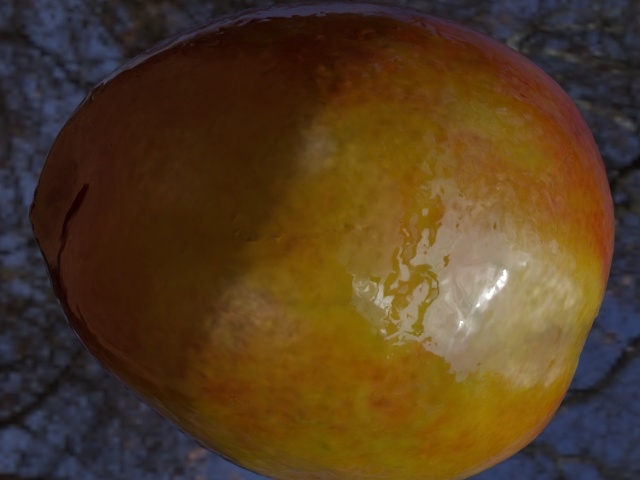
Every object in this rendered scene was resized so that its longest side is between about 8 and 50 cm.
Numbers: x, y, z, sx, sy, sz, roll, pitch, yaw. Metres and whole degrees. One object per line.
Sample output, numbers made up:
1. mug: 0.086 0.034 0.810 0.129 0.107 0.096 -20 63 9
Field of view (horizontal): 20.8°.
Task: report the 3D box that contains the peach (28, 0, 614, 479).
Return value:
1. peach: 0.000 0.000 1.007 0.308 0.332 0.308 -170 -90 -77
